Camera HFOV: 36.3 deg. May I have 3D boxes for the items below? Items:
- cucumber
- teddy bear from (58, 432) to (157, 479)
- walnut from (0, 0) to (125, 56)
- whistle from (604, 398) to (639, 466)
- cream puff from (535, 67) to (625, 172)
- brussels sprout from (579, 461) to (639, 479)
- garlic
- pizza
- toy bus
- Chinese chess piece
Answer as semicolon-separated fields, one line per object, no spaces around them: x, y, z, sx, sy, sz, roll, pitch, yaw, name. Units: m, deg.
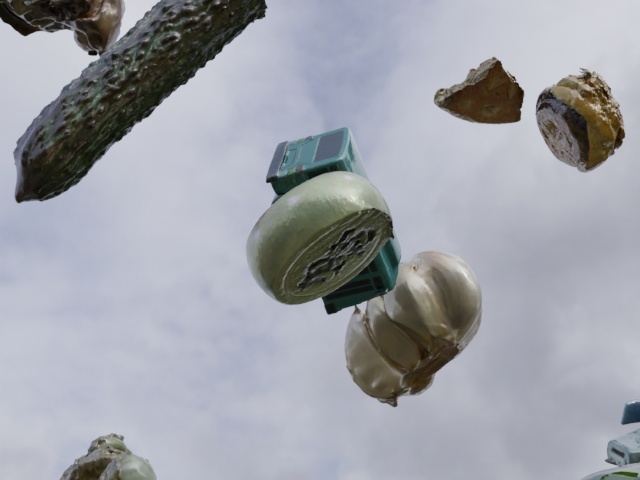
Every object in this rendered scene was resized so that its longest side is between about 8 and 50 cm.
-0.213;-0.177;1.085;0.359;0.096;0.096;-44;-37;-13;cucumber
-0.259;0.339;1.117;0.156;0.267;0.256;11;4;3;teddy bear
-0.401;-0.372;1.442;0.238;0.141;0.204;30;-13;-24;walnut
0.465;0.236;1.171;0.269;0.180;0.093;-4;-75;-22;whistle
0.476;-0.224;1.774;0.129;0.189;0.189;-34;-37;-12;cream puff
0.288;0.276;0.718;0.219;0.271;0.210;21;-88;-53;brussels sprout
0.164;0.129;1.654;0.184;0.203;0.281;-15;-34;-41;garlic
0.306;-0.282;1.828;0.182;0.063;0.161;0;-34;-14;pizza
0.026;-0.028;1.470;0.147;0.128;0.256;-15;-61;17;toy bus
0.000;0.000;0.915;0.144;0.058;0.144;-29;-26;-16;Chinese chess piece
